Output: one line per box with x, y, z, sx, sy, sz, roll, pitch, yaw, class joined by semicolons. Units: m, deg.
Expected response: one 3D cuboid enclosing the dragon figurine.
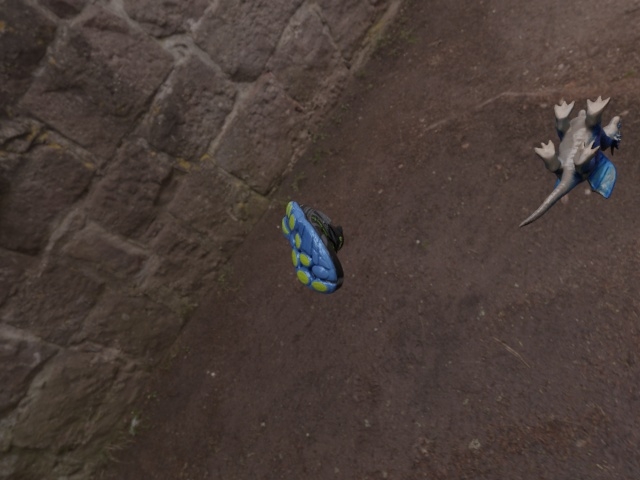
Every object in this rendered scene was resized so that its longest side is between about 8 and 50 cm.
0.395;-0.113;0.641;0.085;0.144;0.290;3;60;46;dragon figurine

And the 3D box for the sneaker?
0.000;0.000;0.542;0.188;0.078;0.067;-116;36;-60;sneaker
